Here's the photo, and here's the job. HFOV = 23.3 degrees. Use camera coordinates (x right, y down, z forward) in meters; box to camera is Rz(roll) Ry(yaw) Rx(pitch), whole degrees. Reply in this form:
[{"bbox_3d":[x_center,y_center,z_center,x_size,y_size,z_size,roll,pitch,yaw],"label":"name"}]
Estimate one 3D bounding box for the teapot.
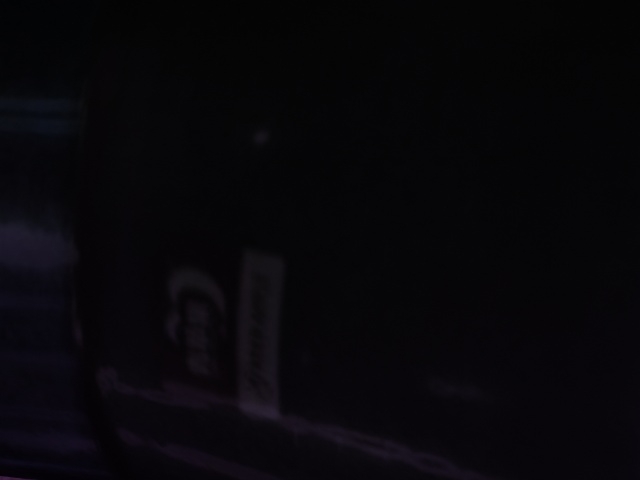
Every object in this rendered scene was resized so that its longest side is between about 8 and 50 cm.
[{"bbox_3d":[0.008,-0.046,0.540,0.305,0.361,0.376,-18,111,-79],"label":"teapot"}]
